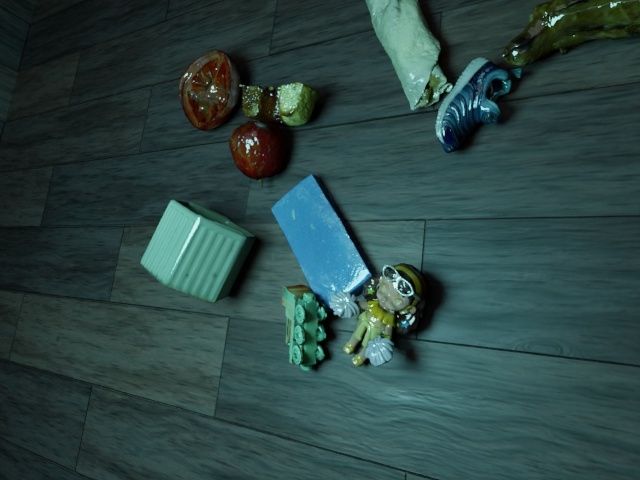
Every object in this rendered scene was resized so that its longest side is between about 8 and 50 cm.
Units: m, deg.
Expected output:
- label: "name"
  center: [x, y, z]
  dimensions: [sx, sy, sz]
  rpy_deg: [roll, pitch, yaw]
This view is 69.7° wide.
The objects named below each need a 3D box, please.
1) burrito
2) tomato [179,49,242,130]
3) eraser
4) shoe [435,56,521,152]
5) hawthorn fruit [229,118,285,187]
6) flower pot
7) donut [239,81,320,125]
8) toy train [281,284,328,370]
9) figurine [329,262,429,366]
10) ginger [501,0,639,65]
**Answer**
- label: "burrito"
  center: [0.194, -0.479, 1.061]
  dimensions: [0.117, 0.076, 0.391]
  rpy_deg: [-23, 68, 17]
- label: "tomato"
  center: [-0.305, -0.424, 1.332]
  dimensions: [0.228, 0.101, 0.227]
  rpy_deg: [-5, 81, 35]
- label: "eraser"
  center: [0.000, 0.000, 1.068]
  dimensions: [0.144, 0.043, 0.311]
  rpy_deg: [-38, 62, 17]
- label: "shoe"
  center: [0.310, -0.267, 0.922]
  dimensions: [0.106, 0.092, 0.207]
  rpy_deg: [36, 93, 38]
- label: "hawthorn fruit"
  center: [-0.155, -0.220, 1.166]
  dimensions: [0.148, 0.148, 0.171]
  rpy_deg: [-8, 98, 29]
- label: "flower pot"
  center: [-0.299, 0.023, 1.142]
  dimensions: [0.209, 0.239, 0.189]
  rpy_deg: [26, 94, 2]
- label: "donut"
  center: [-0.091, -0.338, 1.159]
  dimensions: [0.217, 0.141, 0.085]
  rpy_deg: [12, 94, 43]
- label: "toy train"
  center: [-0.040, 0.191, 1.013]
  dimensions: [0.118, 0.074, 0.175]
  rpy_deg: [22, 112, 58]
- label: "figurine"
  center: [0.119, 0.150, 0.916]
  dimensions: [0.240, 0.116, 0.174]
  rpy_deg: [-53, 55, 16]
- label: "ginger"
  center: [0.502, -0.397, 0.834]
  dimensions: [0.310, 0.107, 0.132]
  rpy_deg: [7, 110, 31]
